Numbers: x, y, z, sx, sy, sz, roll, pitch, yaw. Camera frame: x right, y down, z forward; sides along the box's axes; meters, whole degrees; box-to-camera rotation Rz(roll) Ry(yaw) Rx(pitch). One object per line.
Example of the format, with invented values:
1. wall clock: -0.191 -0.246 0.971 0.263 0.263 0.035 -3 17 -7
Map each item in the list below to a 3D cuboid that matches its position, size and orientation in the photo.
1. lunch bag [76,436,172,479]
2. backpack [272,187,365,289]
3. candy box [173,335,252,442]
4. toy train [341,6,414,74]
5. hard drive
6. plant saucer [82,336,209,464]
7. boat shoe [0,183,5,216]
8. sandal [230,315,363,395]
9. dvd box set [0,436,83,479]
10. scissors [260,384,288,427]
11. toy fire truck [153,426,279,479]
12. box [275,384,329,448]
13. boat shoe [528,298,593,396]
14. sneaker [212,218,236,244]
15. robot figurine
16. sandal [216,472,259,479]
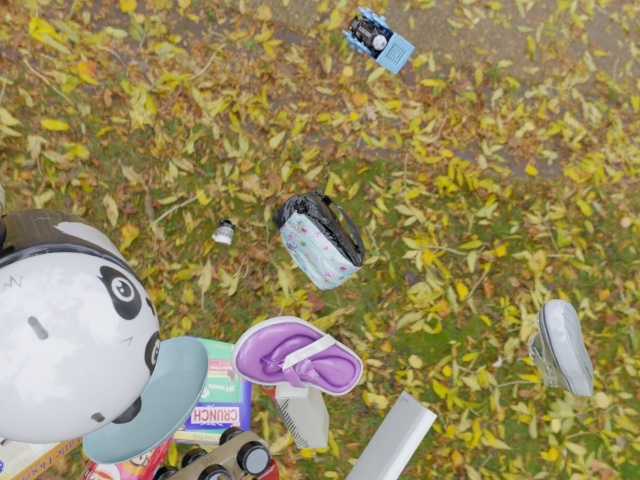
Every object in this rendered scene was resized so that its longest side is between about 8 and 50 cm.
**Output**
1. lunch bag: -0.377 0.420 1.023 0.120 0.293 0.258 32 58 -11
2. backpack: 0.000 0.000 1.041 0.182 0.115 0.152 50 26 3
3. candy box: -0.365 0.492 1.791 0.268 0.122 0.317 19 61 -35
4. toy train: 0.110 -0.398 1.094 0.105 0.184 0.080 28 111 -26
5. hard drive: 0.191 0.618 1.602 0.047 0.233 0.353 36 84 -5
6. plant saucer: -0.221 0.214 0.729 0.195 0.195 0.037 -47 123 -24
7. boat shoe: -0.580 -0.085 0.832 0.123 0.342 0.123 -11 68 -12
8. sandal: -0.022 0.283 1.291 0.416 0.102 0.169 23 90 -44
9. dvd box set: -0.663 0.364 1.084 0.308 0.062 0.420 30 37 19
10. scissors: -0.151 0.534 1.835 0.109 0.297 0.021 4 107 -3
11. toy fire truck: -0.162 0.507 1.002 0.217 0.158 0.246 -24 104 -30
12. box: -0.047 0.477 1.571 0.094 0.275 0.113 -6 40 10
13. boat shoe: 0.435 0.211 1.018 0.302 0.094 0.109 53 42 -40
14. sneaker: -0.295 -0.030 1.708 0.063 0.170 0.074 20 90 -12
15. robot figurine: -0.257 0.066 0.527 0.209 0.278 0.173 19 95 -36
16. sandal: -0.105 0.391 0.851 0.049 0.180 0.072 -40 99 -31
